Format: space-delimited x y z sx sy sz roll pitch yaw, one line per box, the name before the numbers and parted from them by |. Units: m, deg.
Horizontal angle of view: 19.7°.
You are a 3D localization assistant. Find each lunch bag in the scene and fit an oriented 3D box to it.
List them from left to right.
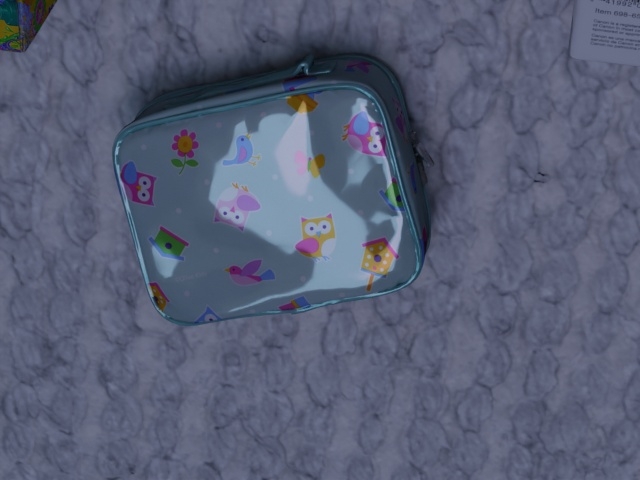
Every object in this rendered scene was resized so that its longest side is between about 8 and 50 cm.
lunch bag | -0.038 -0.050 1.670 0.279 0.108 0.224 -10 105 16

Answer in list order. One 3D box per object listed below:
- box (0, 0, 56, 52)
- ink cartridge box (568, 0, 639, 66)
box | -0.358 -0.334 1.506 0.279 0.177 0.290 8 127 7
ink cartridge box | 0.305 -0.261 1.414 0.197 0.114 0.273 8 142 7
